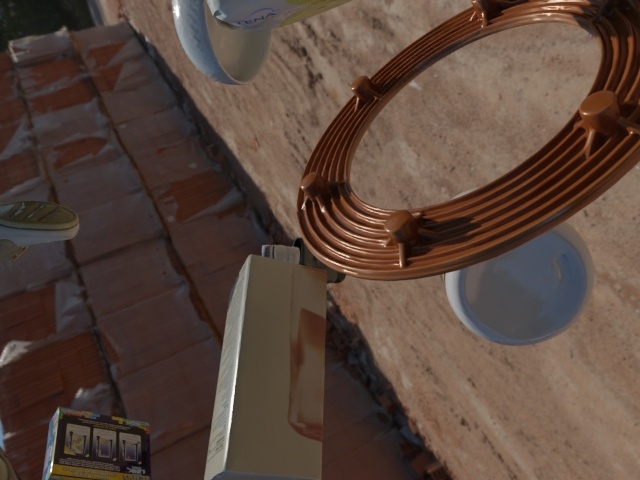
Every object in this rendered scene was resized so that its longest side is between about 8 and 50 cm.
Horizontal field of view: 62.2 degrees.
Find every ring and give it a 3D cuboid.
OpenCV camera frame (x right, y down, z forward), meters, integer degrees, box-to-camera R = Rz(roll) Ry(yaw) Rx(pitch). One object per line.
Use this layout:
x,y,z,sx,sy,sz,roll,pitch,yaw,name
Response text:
0.108,-0.113,0.433,0.032,0.336,0.336,46,177,-31,ring

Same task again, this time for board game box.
-0.384,0.373,0.925,0.048,0.170,0.141,-54,33,19,board game box

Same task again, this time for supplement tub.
0.339,0.027,1.013,0.331,0.241,0.241,-73,-34,-74,supplement tub

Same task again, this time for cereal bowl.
-0.242,-0.539,1.244,0.339,0.141,0.339,6,-90,-73,cereal bowl

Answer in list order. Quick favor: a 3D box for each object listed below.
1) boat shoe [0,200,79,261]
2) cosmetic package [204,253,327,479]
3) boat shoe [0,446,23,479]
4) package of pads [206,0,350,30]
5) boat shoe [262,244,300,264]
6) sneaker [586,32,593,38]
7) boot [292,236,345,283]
-0.641,-0.016,1.086,0.113,0.302,0.103,-85,-3,-65,boat shoe
-0.074,0.190,0.761,0.153,0.129,0.296,127,152,-54,cosmetic package
-0.398,0.398,0.655,0.355,0.130,0.132,29,136,34,boat shoe
0.022,-0.316,0.417,0.101,0.296,0.229,-80,-26,-75,package of pads
-0.075,0.094,1.151,0.268,0.088,0.096,90,176,-51,boat shoe
0.381,-0.426,0.777,0.112,0.131,0.319,48,-160,-56,sneaker
0.000,0.000,1.355,0.083,0.161,0.247,4,92,43,boot
